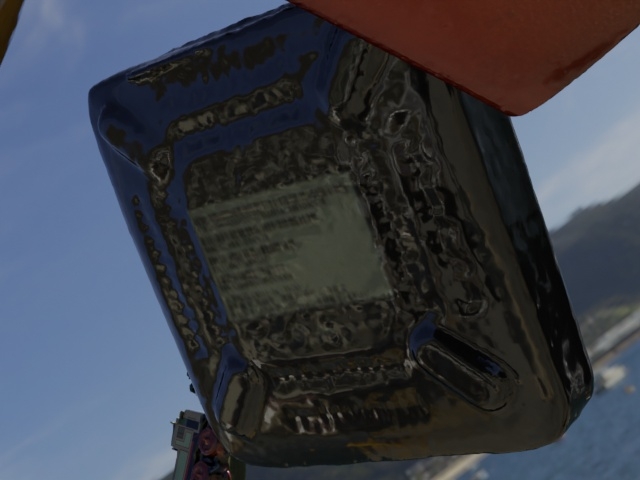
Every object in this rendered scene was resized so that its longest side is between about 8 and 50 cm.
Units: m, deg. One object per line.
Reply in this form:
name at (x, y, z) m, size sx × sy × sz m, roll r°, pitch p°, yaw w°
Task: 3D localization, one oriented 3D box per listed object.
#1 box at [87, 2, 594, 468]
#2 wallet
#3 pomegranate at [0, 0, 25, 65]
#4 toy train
box at (0.000, 0.000, 0.827) m, size 0.290 × 0.289 × 0.073 m, roll -11°, pitch 12°, yaw 42°
wallet at (0.050, -0.129, 0.495) m, size 0.204 × 0.045 × 0.142 m, roll 20°, pitch -56°, yaw -40°
pomegranate at (-0.246, -0.110, 0.334) m, size 0.410 × 0.410 × 0.410 m, roll -35°, pitch -11°, yaw -8°
toy train at (-0.093, 0.142, 1.237) m, size 0.053 × 0.249 × 0.085 m, roll 12°, pitch -7°, yaw -43°
